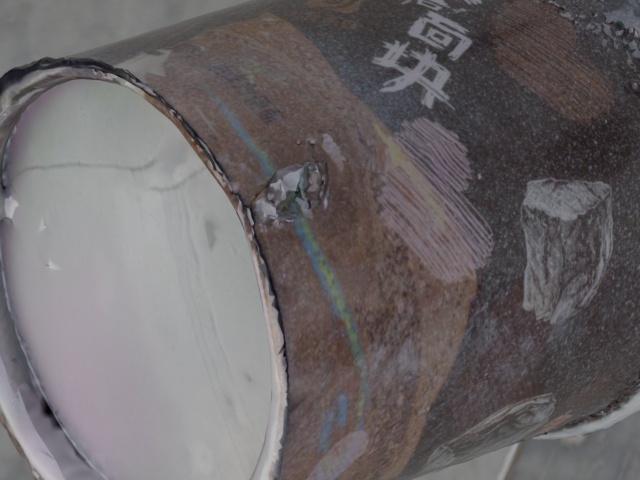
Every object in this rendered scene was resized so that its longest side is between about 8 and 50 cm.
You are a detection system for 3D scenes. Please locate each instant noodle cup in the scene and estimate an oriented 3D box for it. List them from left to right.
[{"bbox_3d":[0.000,0.000,0.612,0.217,0.207,0.217,19,117,42],"label":"instant noodle cup"}]
